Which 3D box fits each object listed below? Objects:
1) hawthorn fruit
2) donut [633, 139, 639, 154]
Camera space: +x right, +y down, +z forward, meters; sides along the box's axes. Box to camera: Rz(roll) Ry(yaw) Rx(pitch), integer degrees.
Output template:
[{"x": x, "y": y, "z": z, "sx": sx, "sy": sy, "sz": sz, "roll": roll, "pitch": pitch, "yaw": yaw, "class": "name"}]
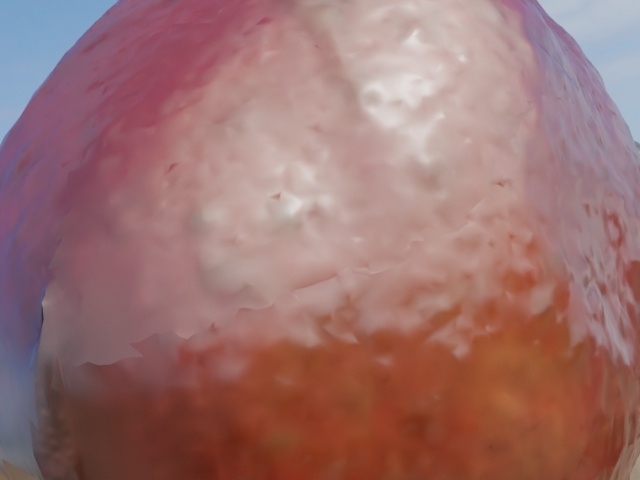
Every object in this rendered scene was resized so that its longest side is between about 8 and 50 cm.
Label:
[{"x": 0.000, "y": 0.000, "z": 0.463, "sx": 0.265, "sy": 0.307, "sz": 0.265, "roll": 7, "pitch": -19, "yaw": 2, "class": "hawthorn fruit"}, {"x": 0.287, "y": -0.056, "z": 1.370, "sx": 0.261, "sy": 0.128, "sz": 0.208, "roll": 30, "pitch": 31, "yaw": 31, "class": "donut"}]
